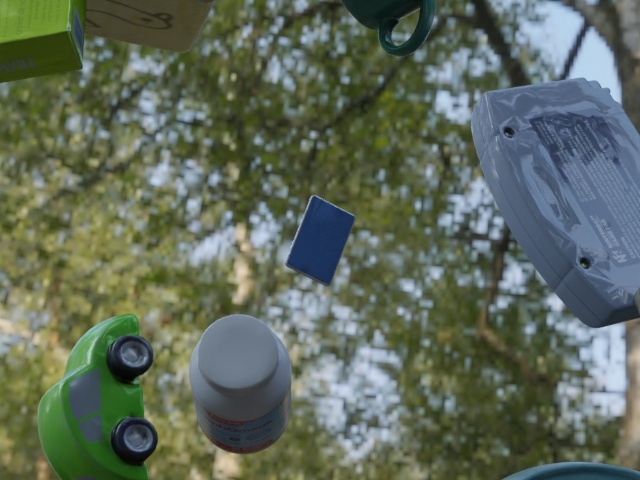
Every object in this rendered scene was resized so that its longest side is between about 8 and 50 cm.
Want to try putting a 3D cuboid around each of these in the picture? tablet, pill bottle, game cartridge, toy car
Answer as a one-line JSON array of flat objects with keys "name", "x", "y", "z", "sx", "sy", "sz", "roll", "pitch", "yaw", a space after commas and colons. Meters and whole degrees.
[{"name": "tablet", "x": 0.000, "y": 0.000, "z": 1.628, "sx": 0.054, "sy": 0.083, "sz": 0.006, "roll": 27, "pitch": -20, "yaw": -15}, {"name": "pill bottle", "x": -0.068, "y": 0.121, "z": 1.350, "sx": 0.087, "sy": 0.087, "sz": 0.160, "roll": 6, "pitch": -23, "yaw": 2}, {"name": "game cartridge", "x": 0.287, "y": -0.044, "z": 1.696, "sx": 0.196, "sy": 0.294, "sz": 0.060, "roll": -8, "pitch": -31, "yaw": -32}, {"name": "toy car", "x": -0.109, "y": 0.143, "z": 0.763, "sx": 0.053, "sy": 0.225, "sz": 0.239, "roll": 3, "pitch": -27, "yaw": -21}]

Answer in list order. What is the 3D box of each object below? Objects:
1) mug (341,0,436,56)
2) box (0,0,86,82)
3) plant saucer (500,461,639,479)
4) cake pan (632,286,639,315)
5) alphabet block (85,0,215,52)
[{"name": "mug", "x": 0.077, "y": -0.281, "z": 1.608, "sx": 0.097, "sy": 0.129, "sz": 0.158, "roll": -25, "pitch": -70, "yaw": 26}, {"name": "box", "x": -0.266, "y": -0.158, "z": 1.179, "sx": 0.178, "sy": 0.109, "sz": 0.042, "roll": -9, "pitch": -47, "yaw": 3}, {"name": "plant saucer", "x": 0.280, "y": 0.318, "z": 1.523, "sx": 0.317, "sy": 0.317, "sz": 0.044, "roll": 7, "pitch": -54, "yaw": 0}, {"name": "cake pan", "x": 0.407, "y": -0.007, "z": 1.498, "sx": 0.054, "sy": 0.293, "sz": 0.293, "roll": 48, "pitch": -32, "yaw": 16}, {"name": "alphabet block", "x": -0.172, "y": -0.285, "z": 1.329, "sx": 0.192, "sy": 0.193, "sz": 0.197, "roll": 12, "pitch": -8, "yaw": -9}]
